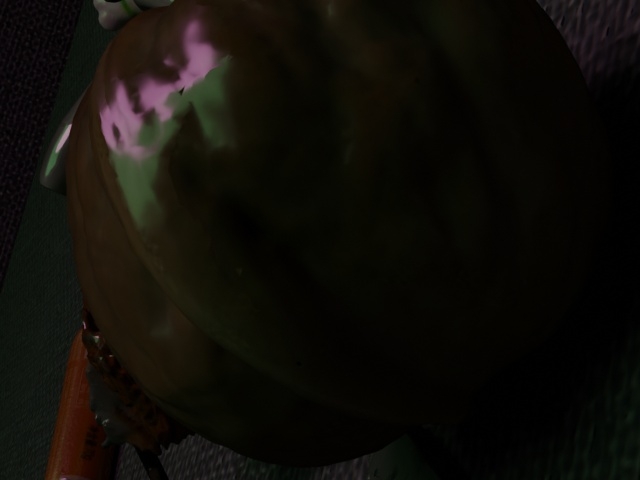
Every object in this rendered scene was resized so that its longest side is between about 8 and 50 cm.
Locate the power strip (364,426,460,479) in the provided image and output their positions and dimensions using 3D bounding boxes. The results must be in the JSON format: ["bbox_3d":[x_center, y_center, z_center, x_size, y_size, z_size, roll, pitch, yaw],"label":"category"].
[{"bbox_3d":[0.054,0.140,0.854,0.136,0.019,0.051,-133,61,-70],"label":"power strip"}]

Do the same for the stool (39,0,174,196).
[{"bbox_3d":[-0.101,-0.095,1.217,0.199,0.195,0.195,-65,-10,-1],"label":"stool"}]

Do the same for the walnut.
[{"bbox_3d":[0.003,-0.023,0.769,0.296,0.285,0.285,-39,32,25],"label":"walnut"}]

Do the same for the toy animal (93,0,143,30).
[{"bbox_3d":[-0.128,-0.272,1.556,0.363,0.181,0.180,-47,22,50],"label":"toy animal"}]

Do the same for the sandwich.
[{"bbox_3d":[-0.129,0.048,1.064,0.160,0.109,0.185,-45,-47,-64],"label":"sandwich"}]

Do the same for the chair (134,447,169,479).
[{"bbox_3d":[-0.123,0.300,1.053,0.154,0.141,0.260,-131,16,-70],"label":"chair"}]

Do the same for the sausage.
[{"bbox_3d":[-0.254,0.179,1.636,0.071,0.071,0.234,131,152,-49],"label":"sausage"}]
